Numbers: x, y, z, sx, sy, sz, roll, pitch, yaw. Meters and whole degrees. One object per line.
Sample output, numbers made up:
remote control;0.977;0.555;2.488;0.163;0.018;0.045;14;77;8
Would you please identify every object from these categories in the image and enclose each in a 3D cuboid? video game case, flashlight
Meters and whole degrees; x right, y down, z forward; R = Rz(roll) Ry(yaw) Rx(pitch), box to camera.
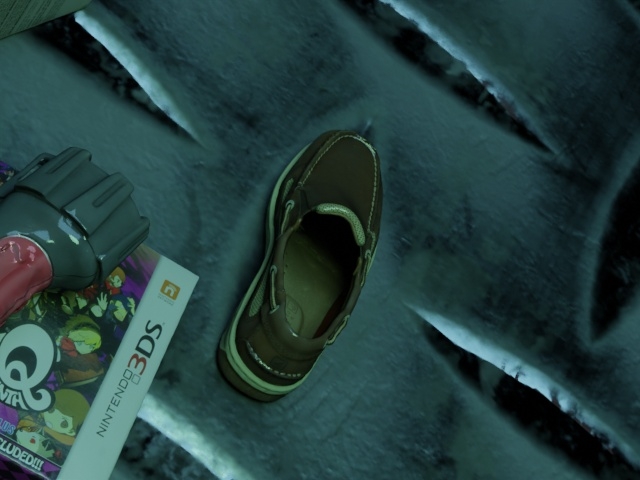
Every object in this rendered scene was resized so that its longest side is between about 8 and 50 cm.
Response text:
video game case;-0.219;0.051;1.260;0.232;0.042;0.210;32;49;-11
flashlight;-0.223;0.056;1.162;0.304;0.103;0.103;-43;116;-40

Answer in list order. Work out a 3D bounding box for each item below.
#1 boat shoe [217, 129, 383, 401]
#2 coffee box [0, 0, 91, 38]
boat shoe;0.007;0.004;1.398;0.095;0.095;0.257;29;49;-14
coffee box;-0.282;-0.217;1.358;0.246;0.098;0.141;-28;78;-41
